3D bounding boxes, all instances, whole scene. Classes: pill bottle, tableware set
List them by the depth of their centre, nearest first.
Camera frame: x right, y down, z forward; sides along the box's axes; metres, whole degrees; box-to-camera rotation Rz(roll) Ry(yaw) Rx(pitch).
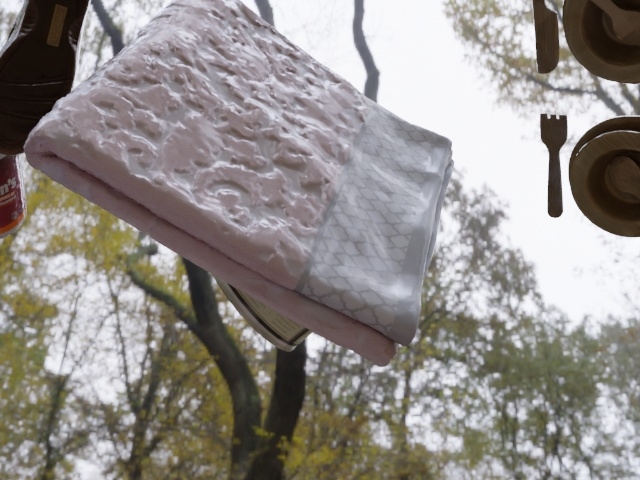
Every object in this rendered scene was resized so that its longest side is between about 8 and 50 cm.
[{"bbox_3d":[0.193,-0.085,0.538,0.128,0.039,0.194,7,-61,33],"label":"tableware set"},{"bbox_3d":[-0.476,-0.113,1.180,0.121,0.121,0.221,7,-46,-5],"label":"pill bottle"}]

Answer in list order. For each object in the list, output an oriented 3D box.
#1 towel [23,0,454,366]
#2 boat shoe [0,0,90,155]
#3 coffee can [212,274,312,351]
[{"bbox_3d":[-0.035,-0.080,0.734,0.317,0.332,0.053,31,-55,-6],"label":"towel"},{"bbox_3d":[-0.338,-0.221,1.036,0.095,0.257,0.095,24,-8,-23],"label":"boat shoe"},{"bbox_3d":[0.000,0.000,1.249,0.275,0.201,0.201,-39,-53,8],"label":"coffee can"}]
